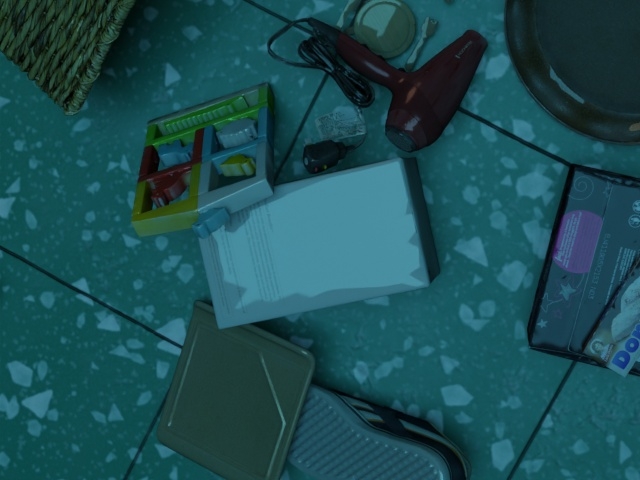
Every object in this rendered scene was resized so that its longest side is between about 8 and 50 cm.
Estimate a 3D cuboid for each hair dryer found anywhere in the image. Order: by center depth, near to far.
[{"bbox_3d":[0.090,-0.224,1.612,0.294,0.080,0.223,-13,81,-7],"label":"hair dryer"}]

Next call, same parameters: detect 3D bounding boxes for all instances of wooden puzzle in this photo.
[{"bbox_3d":[-0.121,0.230,1.730,0.221,0.044,0.238,22,104,29],"label":"wooden puzzle"}]

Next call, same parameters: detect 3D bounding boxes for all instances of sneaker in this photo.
[{"bbox_3d":[0.064,0.291,1.698,0.321,0.127,0.126,24,101,32],"label":"sneaker"}]

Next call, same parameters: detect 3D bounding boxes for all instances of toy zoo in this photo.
[{"bbox_3d":[-0.155,-0.102,1.618,0.192,0.293,0.030,-17,126,12],"label":"toy zoo"}]

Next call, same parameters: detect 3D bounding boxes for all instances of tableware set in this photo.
[{"bbox_3d":[0.114,-0.346,1.659,0.128,0.039,0.194,28,106,-6],"label":"tableware set"}]

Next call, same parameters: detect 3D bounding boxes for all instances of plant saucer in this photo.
[{"bbox_3d":[0.387,-0.273,1.549,0.311,0.050,0.310,19,127,28],"label":"plant saucer"}]

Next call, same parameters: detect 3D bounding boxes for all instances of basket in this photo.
[{"bbox_3d":[-0.303,-0.355,1.624,0.223,0.213,0.299,41,125,8],"label":"basket"}]

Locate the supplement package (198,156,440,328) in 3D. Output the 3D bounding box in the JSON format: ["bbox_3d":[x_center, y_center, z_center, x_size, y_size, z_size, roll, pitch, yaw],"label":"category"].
[{"bbox_3d":[0.000,0.000,1.643,0.293,0.175,0.177,-12,92,12],"label":"supplement package"}]

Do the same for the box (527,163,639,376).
[{"bbox_3d":[0.384,0.034,1.597,0.163,0.142,0.247,14,99,7],"label":"box"}]

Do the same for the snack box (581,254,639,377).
[{"bbox_3d":[0.404,0.081,1.515,0.064,0.022,0.178,30,100,2],"label":"snack box"}]
